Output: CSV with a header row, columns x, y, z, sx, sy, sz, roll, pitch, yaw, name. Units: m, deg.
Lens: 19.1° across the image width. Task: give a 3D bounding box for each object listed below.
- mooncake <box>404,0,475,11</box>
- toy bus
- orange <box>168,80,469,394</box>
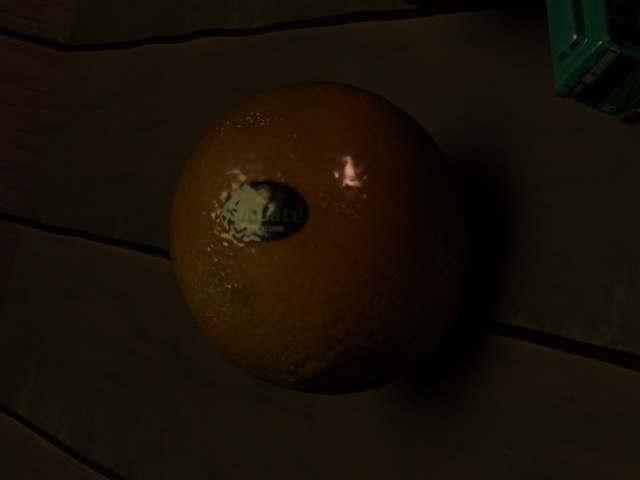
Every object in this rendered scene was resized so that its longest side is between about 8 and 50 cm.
x,y,z,sx,sy,sz,roll,pitch,yaw,name
0.052,-0.364,1.606,0.212,0.350,0.381,-38,25,-3,mooncake
0.220,-0.177,1.451,0.079,0.092,0.160,132,144,-50,toy bus
0.000,0.000,1.638,0.274,0.274,0.274,-44,39,51,orange
